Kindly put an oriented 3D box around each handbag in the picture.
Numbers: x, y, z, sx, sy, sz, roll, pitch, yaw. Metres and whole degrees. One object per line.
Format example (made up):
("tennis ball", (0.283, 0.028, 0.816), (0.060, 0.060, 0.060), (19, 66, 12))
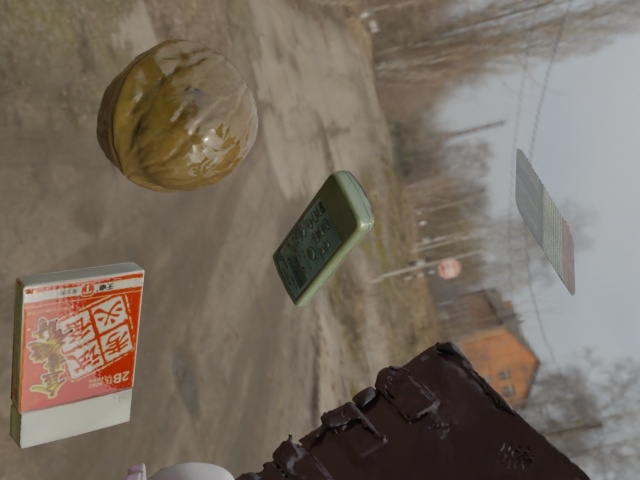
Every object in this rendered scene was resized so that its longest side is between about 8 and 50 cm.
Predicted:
("handbag", (0.069, 0.192, 0.630), (0.216, 0.203, 0.074), (43, -20, 44))

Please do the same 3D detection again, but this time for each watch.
("watch", (-0.285, 0.551, 1.837), (0.196, 0.231, 0.244), (-107, -169, -45))

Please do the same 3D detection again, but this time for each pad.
("pad", (0.402, 0.016, 1.488), (0.250, 0.055, 0.323), (50, 17, -33))

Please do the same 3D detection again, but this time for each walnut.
("walnut", (-0.201, -0.167, 1.254), (0.228, 0.228, 0.227), (-15, 90, -85))

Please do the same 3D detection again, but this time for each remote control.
("remote control", (0.000, 0.000, 1.286), (0.233, 0.038, 0.098), (-53, -125, 48))

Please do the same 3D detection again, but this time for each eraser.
("eraser", (-0.310, 0.144, 1.135), (0.038, 0.157, 0.230), (32, -60, 44))
